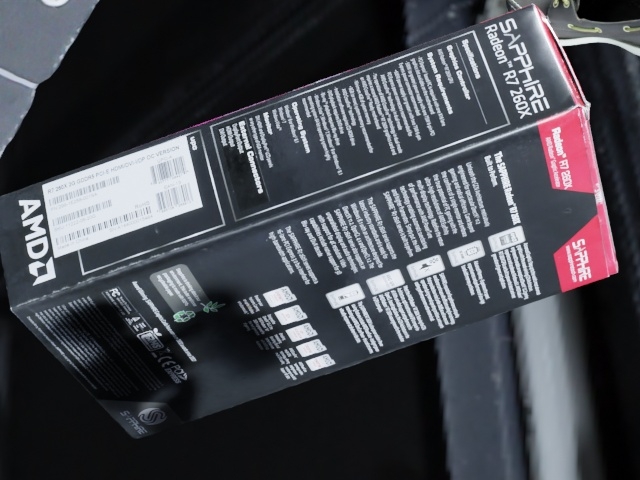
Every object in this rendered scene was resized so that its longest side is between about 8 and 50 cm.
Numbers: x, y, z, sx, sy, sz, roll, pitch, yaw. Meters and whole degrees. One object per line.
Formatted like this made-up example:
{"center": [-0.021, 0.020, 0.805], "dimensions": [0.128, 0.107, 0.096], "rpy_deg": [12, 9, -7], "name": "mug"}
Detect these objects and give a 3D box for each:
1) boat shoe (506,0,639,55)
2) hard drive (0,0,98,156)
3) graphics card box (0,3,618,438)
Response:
{"center": [0.289, -0.248, 1.644], "dimensions": [0.227, 0.069, 0.081], "rpy_deg": [16, -113, 36], "name": "boat shoe"}
{"center": [-0.201, -0.025, 0.520], "dimensions": [0.339, 0.064, 0.237], "rpy_deg": [-56, -141, 14], "name": "hard drive"}
{"center": [0.000, 0.000, 1.040], "dimensions": [0.371, 0.233, 0.094], "rpy_deg": [-21, -120, 5], "name": "graphics card box"}
